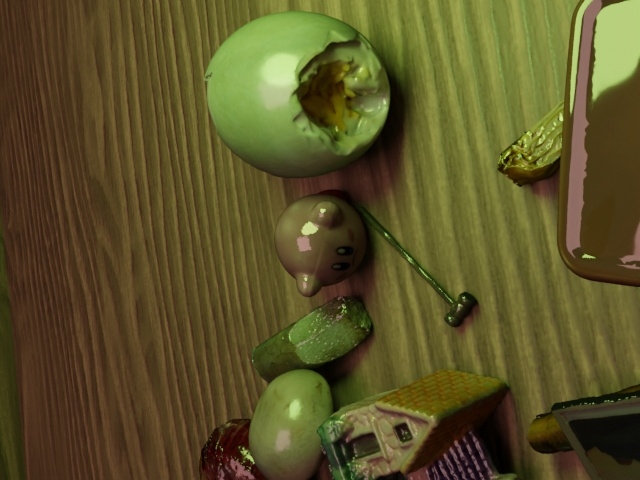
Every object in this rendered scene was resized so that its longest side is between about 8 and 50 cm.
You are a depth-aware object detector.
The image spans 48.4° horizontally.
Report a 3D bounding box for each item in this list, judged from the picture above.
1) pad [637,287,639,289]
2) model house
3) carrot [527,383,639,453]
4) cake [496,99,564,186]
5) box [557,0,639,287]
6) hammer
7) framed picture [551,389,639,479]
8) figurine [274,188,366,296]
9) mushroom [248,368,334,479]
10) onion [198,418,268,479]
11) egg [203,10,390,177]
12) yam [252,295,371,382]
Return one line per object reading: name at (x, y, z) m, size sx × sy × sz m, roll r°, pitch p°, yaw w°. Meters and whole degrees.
pad at (0.458, -0.054, 0.891) m, size 0.159 × 0.009 × 0.265 m, roll 48°, pitch 124°, yaw 35°
model house at (0.163, 0.326, 1.077) m, size 0.237 × 0.202 × 0.236 m, roll -35°, pitch 67°, yaw 42°
carrot at (0.390, 0.234, 0.938) m, size 0.260 × 0.070 × 0.070 m, roll -33°, pitch 68°, yaw 45°
cake at (0.338, -0.134, 0.993) m, size 0.185 × 0.116 × 0.079 m, roll -43°, pitch 62°, yaw 2°
box at (0.413, -0.111, 0.768) m, size 0.239 × 0.229 × 0.339 m, roll 6°, pitch 94°, yaw 46°
hammer at (0.151, 0.029, 1.206) m, size 0.292 × 0.029 × 0.058 m, roll 49°, pitch 123°, yaw 35°
framed picture at (0.437, 0.257, 0.860) m, size 0.265 × 0.018 × 0.192 m, roll -25°, pitch 102°, yaw 45°
figurine at (0.000, 0.000, 1.258) m, size 0.173 × 0.173 × 0.173 m, roll 3°, pitch 94°, yaw 46°
mushroom at (-0.016, 0.343, 1.279) m, size 0.207 × 0.215 × 0.207 m, roll -162°, pitch 90°, yaw -79°
onion at (-0.151, 0.482, 1.404) m, size 0.252 × 0.219 × 0.252 m, roll 14°, pitch 112°, yaw 40°
egg at (-0.056, -0.247, 1.226) m, size 0.336 × 0.278 × 0.278 m, roll 10°, pitch 99°, yaw 51°
yam at (-0.021, 0.193, 1.342) m, size 0.259 × 0.106 × 0.106 m, roll -37°, pitch 66°, yaw 43°
